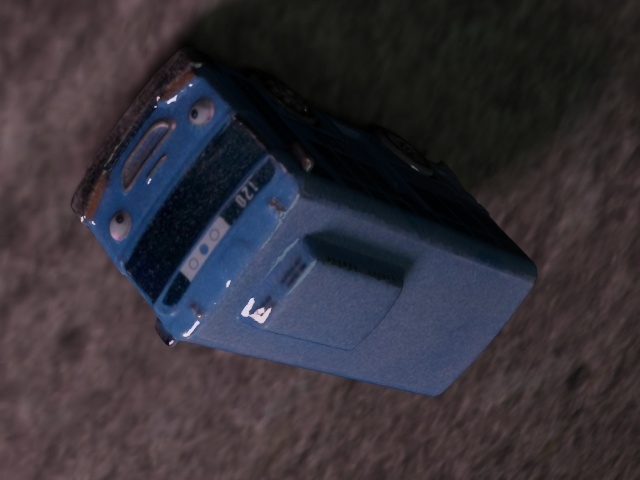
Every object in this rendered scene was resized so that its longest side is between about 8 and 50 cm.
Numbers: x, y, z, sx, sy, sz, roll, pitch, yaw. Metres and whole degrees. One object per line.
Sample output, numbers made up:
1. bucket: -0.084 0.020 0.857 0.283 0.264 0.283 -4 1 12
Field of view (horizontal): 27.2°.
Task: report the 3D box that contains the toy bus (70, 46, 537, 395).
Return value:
1. toy bus: 0.000 0.000 0.701 0.234 0.133 0.116 18 116 -49
